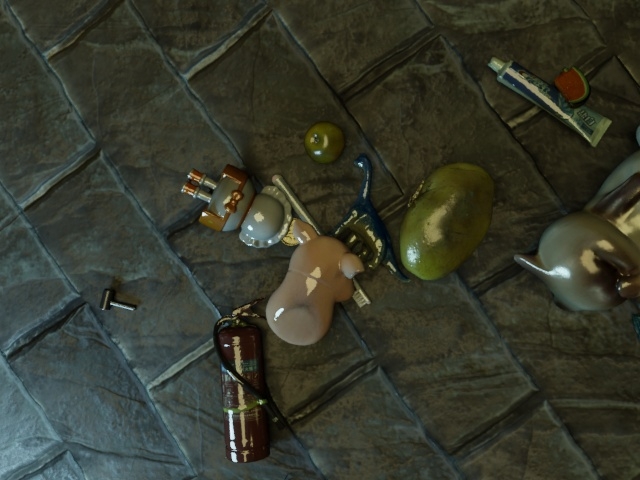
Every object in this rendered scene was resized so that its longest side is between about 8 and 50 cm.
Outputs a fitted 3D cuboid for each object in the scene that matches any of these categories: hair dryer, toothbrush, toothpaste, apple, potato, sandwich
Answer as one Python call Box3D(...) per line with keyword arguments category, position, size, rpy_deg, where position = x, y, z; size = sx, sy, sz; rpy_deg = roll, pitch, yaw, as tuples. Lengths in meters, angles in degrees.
Box3D(category="hair dryer", position=(-0.457, 0.142, 1.579), size=(0.083, 0.026, 0.047), rpy_deg=(16, 96, 6))
Box3D(category="toothbrush", position=(0.002, -0.001, 1.490), size=(0.030, 0.025, 0.342), rpy_deg=(-35, 87, 12))
Box3D(category="toothpaste", position=(0.449, -0.283, 1.383), size=(0.268, 0.069, 0.047), rpy_deg=(35, 130, 5))
Box3D(category="apple", position=(0.007, -0.205, 1.456), size=(0.090, 0.074, 0.089), rpy_deg=(1, 92, 31))
Box3D(category="potato", position=(0.246, -0.040, 1.377), size=(0.169, 0.143, 0.248), rpy_deg=(27, 94, -12))
Box3D(category="sandwich", position=(0.494, -0.301, 1.367), size=(0.069, 0.026, 0.101), rpy_deg=(-9, 63, -18))

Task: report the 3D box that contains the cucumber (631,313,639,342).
Box3D(category="cucumber", position=(0.686, 0.186, 1.356), size=(0.117, 0.062, 0.115), rpy_deg=(-18, 93, 12))

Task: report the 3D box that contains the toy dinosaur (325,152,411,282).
Box3D(category="toy dinosaur", position=(0.126, -0.039, 1.444), size=(0.248, 0.075, 0.188), rpy_deg=(38, 95, 13))

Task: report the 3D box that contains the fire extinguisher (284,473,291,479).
Box3D(category="fire extinguisher", position=(-0.052, 0.561, 1.511), size=(0.032, 0.046, 0.100), rpy_deg=(-37, 87, -3))

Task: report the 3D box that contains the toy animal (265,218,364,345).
Box3D(category="toy animal", position=(-0.021, 0.098, 1.408), size=(0.167, 0.154, 0.250), rpy_deg=(26, 112, 5))

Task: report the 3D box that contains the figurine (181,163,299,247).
Box3D(category="figurine", position=(-0.158, -0.068, 1.457), size=(0.271, 0.143, 0.143), rpy_deg=(26, 97, 8))

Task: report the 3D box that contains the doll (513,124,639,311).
Box3D(category="doll", position=(0.572, -0.020, 1.292), size=(0.215, 0.226, 0.370), rpy_deg=(38, 95, -32))

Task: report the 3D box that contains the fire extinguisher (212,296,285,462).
Box3D(category="fire extinguisher", position=(-0.153, 0.294, 1.493), size=(0.142, 0.105, 0.341), rpy_deg=(-3, 92, -4))
